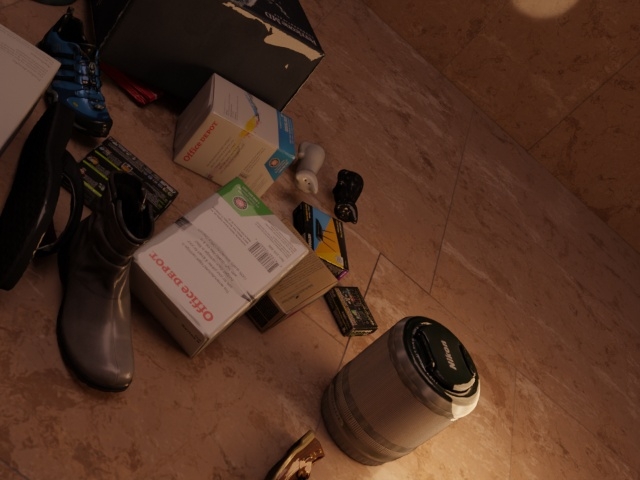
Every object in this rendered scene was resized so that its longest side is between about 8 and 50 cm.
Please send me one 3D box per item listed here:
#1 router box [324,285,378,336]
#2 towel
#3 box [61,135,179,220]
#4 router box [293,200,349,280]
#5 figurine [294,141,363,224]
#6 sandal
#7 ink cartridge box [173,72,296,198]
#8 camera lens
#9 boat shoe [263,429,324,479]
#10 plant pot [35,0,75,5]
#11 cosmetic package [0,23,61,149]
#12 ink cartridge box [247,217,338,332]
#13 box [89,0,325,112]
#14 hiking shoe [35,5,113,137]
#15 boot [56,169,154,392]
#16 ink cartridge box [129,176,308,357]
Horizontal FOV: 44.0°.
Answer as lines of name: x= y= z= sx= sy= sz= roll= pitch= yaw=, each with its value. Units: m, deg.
router box: x=0.071 y=0.166 z=1.854 sx=0.092 sy=0.038 sz=0.122 roll=7 pitch=48 yaw=-46
towel: x=-0.440 y=-0.436 z=1.959 sx=0.199 sy=0.031 sz=0.275 roll=41 pitch=30 yaw=-4
box: x=-0.403 y=-0.107 z=1.610 sx=0.191 sy=0.045 sz=0.184 roll=40 pitch=34 yaw=-9
router box: x=0.000 y=0.000 z=1.954 sx=0.133 sy=0.046 sz=0.179 roll=27 pitch=36 yaw=-28
figurine: x=0.016 y=-0.145 z=2.069 sx=0.215 sy=0.092 sz=0.209 roll=35 pitch=24 yaw=-15
sandal: x=-0.472 y=-0.086 z=1.393 sx=0.107 sy=0.167 sz=0.445 roll=33 pitch=33 yaw=-31
ink cartridge box: x=-0.204 y=-0.242 z=1.875 sx=0.233 sy=0.171 sz=0.168 roll=27 pitch=36 yaw=-28
camera lens: x=0.161 y=0.299 z=1.580 sx=0.219 sy=0.274 sz=0.219 roll=30 pitch=35 yaw=-24
boat shoe: x=-0.043 y=0.406 z=1.420 sx=0.060 sy=0.064 sz=0.178 roll=47 pitch=29 yaw=6
plant pot: x=-0.664 y=-0.735 z=1.882 sx=0.290 sy=0.195 sz=0.290 roll=30 pitch=34 yaw=-23
cosmetic package: x=-0.635 y=-0.236 z=1.385 sx=0.217 sy=0.156 sz=0.385 roll=34 pitch=34 yaw=-18
ink cartridge box: x=-0.098 y=0.070 z=1.719 sx=0.193 sy=0.088 sz=0.235 roll=52 pitch=32 yaw=8
box: x=-0.304 y=-0.584 z=1.996 sx=0.480 sy=0.297 sz=0.471 roll=21 pitch=35 yaw=-36
hiking shoe: x=-0.514 y=-0.350 z=1.666 sx=0.113 sy=0.132 sz=0.304 roll=-4 pitch=53 yaw=-50
boot: x=-0.346 y=0.059 z=1.310 sx=0.118 sy=0.222 sz=0.338 roll=7 pitch=48 yaw=-42
ink cartridge box: x=-0.201 y=0.047 z=1.507 sx=0.211 sy=0.121 sz=0.289 roll=47 pitch=54 yaw=4
